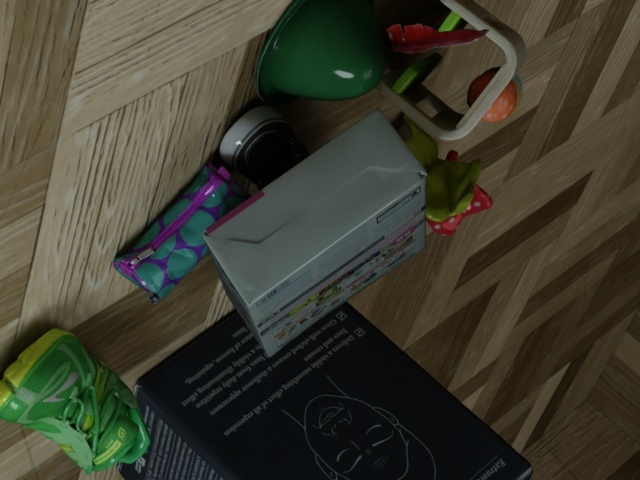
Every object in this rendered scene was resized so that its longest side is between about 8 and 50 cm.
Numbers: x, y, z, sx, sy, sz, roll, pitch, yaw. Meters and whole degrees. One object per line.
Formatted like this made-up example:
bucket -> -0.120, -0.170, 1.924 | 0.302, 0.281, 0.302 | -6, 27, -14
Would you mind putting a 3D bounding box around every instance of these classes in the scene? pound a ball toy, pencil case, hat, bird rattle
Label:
pound a ball toy -> 0.179, -0.210, 2.077 | 0.208, 0.136, 0.319 | -52, 179, 10
pencil case -> -0.141, -0.009, 1.998 | 0.151, 0.064, 0.070 | -48, 158, -5
hat -> 0.055, -0.161, 1.948 | 0.173, 0.183, 0.208 | -48, 161, -5
bird rattle -> 0.101, -0.055, 2.420 | 0.207, 0.143, 0.253 | -34, 172, -6

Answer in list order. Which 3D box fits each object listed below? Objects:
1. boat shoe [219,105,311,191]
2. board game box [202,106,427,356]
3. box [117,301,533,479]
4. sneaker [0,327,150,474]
boat shoe -> -0.040, -0.075, 2.070 | 0.080, 0.076, 0.228 | -47, 161, -4
board game box -> 0.000, 0.000, 2.055 | 0.224, 0.097, 0.303 | -35, 167, -6
box -> 0.001, 0.278, 2.348 | 0.293, 0.395, 0.212 | -35, 156, -33
sneaker -> -0.247, 0.172, 2.022 | 0.109, 0.123, 0.295 | -49, 160, 3
